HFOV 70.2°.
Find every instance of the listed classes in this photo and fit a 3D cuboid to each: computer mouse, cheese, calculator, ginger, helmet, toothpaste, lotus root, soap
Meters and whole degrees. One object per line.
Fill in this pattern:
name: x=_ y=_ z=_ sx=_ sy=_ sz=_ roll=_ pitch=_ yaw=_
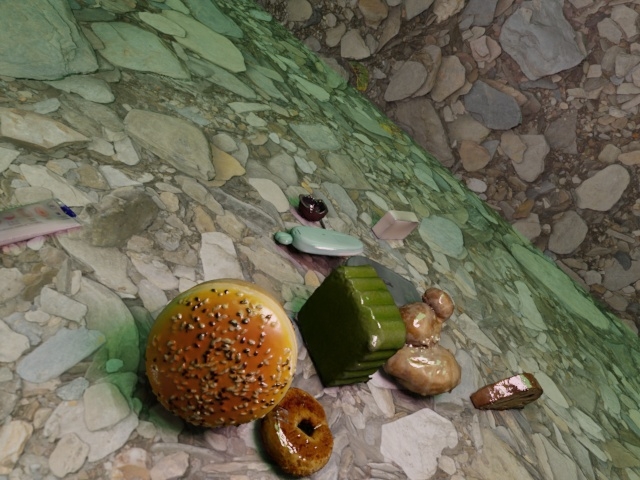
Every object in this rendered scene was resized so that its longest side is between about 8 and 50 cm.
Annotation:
computer mouse: x=0.204 y=0.176 z=1.476 sx=0.370 sy=0.122 sz=0.188 roll=26 pitch=34 yaw=-29
cheese: x=0.042 y=-0.015 z=1.613 sx=0.096 sy=0.038 sz=0.192 roll=4 pitch=43 yaw=-28
calculator: x=0.000 y=0.000 z=1.475 sx=0.294 sy=0.042 sz=0.184 roll=6 pitch=19 yaw=-18
ginger: x=0.294 y=0.289 z=1.324 sx=0.244 sy=0.155 sz=0.305 roll=2 pitch=82 yaw=-10
helmet: x=-0.035 y=-0.111 z=1.628 sx=0.123 sy=0.071 sz=0.098 roll=16 pitch=33 yaw=-22
toothpaste: x=-0.641 y=-0.025 z=0.919 sx=0.100 sy=0.066 sz=0.323 roll=39 pitch=27 yaw=8
lotus root: x=0.630 y=0.495 z=1.491 sx=0.260 sy=0.170 sz=0.075 roll=18 pitch=41 yaw=-39
soap: x=0.313 y=-0.062 z=1.876 sx=0.183 sy=0.121 sz=0.064 roll=2 pitch=49 yaw=-45

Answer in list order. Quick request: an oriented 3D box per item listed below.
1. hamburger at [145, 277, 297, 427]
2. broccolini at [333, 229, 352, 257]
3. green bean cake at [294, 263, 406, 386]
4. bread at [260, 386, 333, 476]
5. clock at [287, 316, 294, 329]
hamburger: x=-0.184 y=0.218 z=0.873 sx=0.300 sy=0.300 sz=0.176 roll=34 pitch=12 yaw=-8
broccolini: x=0.099 y=0.044 z=1.616 sx=0.218 sy=0.042 sz=0.044 roll=51 pitch=6 yaw=25
green bean cake: x=0.080 y=0.217 z=1.176 sx=0.156 sy=0.250 sz=0.247 roll=5 pitch=45 yaw=-41
bread: x=-0.052 y=0.411 z=0.986 sx=0.193 sy=0.064 sz=0.193 roll=33 pitch=30 yaw=-22
clock: x=-0.149 y=0.231 z=1.071 sx=0.193 sy=0.100 sz=0.196 roll=35 pitch=25 yaw=-8
